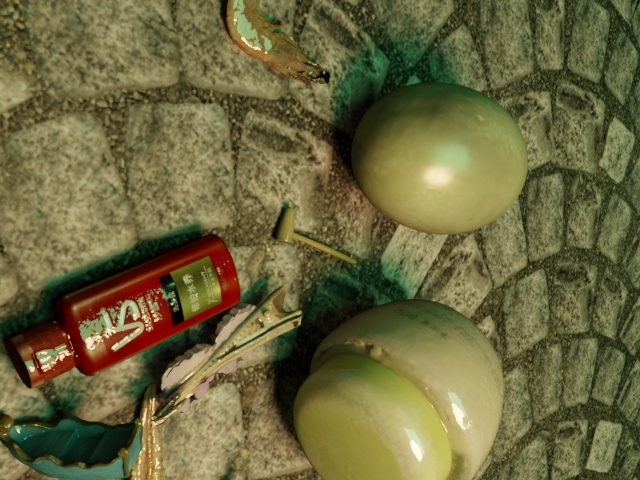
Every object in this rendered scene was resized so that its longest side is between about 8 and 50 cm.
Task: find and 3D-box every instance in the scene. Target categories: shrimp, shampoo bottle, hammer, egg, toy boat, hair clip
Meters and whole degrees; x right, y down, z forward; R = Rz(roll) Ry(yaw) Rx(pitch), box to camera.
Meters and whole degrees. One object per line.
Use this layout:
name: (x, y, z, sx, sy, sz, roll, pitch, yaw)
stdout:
shrimp: (-0.051, -0.333, 1.037, 0.219, 0.046, 0.152, 29, 81, -39)
shampoo bottle: (-0.254, 0.095, 0.907, 0.314, 0.076, 0.118, -25, 116, -36)
hammer: (0.000, 0.000, 1.154, 0.195, 0.028, 0.060, 25, 74, -44)
egg: (0.209, -0.140, 1.155, 0.352, 0.258, 0.258, -1, 98, -38)
toy boat: (-0.314, 0.249, 0.835, 0.075, 0.186, 0.077, -70, 155, -59)
shampoo bottle: (0.137, 0.262, 1.114, 0.317, 0.322, 0.322, -37, 120, -41)
hair clip: (-0.144, 0.172, 0.997, 0.292, 0.084, 0.106, -38, 150, -33)

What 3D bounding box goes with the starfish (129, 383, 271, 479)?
starfish: (-0.238, 0.448, 0.929, 0.398, 0.132, 0.383, -41, 127, -43)
